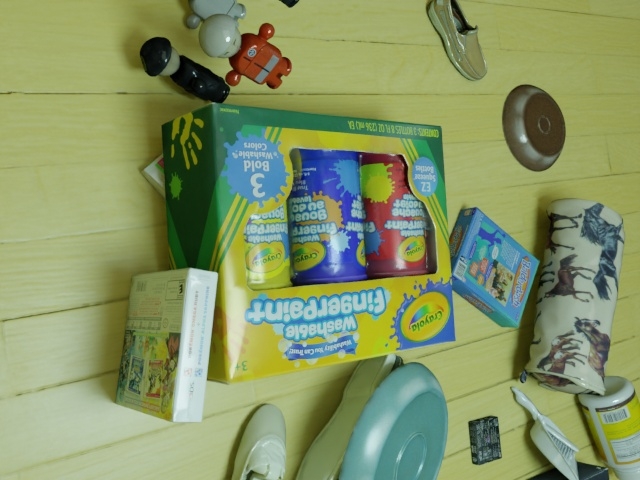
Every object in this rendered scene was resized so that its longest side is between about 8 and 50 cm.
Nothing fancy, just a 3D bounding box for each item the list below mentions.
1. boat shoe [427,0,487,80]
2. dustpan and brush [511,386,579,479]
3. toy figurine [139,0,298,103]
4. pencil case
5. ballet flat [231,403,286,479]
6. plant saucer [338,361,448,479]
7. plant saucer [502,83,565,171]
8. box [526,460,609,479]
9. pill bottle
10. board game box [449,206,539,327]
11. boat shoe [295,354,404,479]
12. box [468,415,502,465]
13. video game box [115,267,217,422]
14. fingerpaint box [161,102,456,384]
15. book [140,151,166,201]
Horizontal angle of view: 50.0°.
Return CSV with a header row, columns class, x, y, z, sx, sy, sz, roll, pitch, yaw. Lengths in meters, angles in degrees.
class,x,y,z,sx,sy,sz,roll,pitch,yaw
boat shoe,0.289,-0.408,1.382,0.190,0.072,0.068,51,61,-19
dustpan and brush,0.459,0.386,1.401,0.211,0.147,0.060,39,106,9
toy figurine,-0.146,-0.319,1.000,0.148,0.213,0.209,22,73,-44
pencil case,0.524,0.112,1.426,0.160,0.183,0.410,17,73,-12
ballet flat,-0.095,0.372,1.035,0.086,0.086,0.248,29,69,-28
plant saucer,0.134,0.360,1.133,0.318,0.044,0.317,-21,117,-49
plant saucer,0.482,-0.252,1.517,0.199,0.036,0.198,5,81,-33
box,0.518,0.557,1.414,0.156,0.093,0.158,-6,89,-34
pill bottle,0.656,0.415,1.507,0.117,0.117,0.214,-28,101,-33
board game box,0.340,0.056,1.379,0.210,0.047,0.160,36,66,-25
boat shoe,0.065,0.326,1.128,0.099,0.116,0.319,43,58,-18
box,0.324,0.392,1.348,0.067,0.018,0.083,-4,87,-34
video game box,-0.208,0.135,0.913,0.048,0.205,0.187,14,78,-33
fingerpaint box,0.000,0.000,1.067,0.445,0.163,0.370,-2,88,-38
book,-0.192,-0.117,1.057,0.096,0.035,0.144,50,61,-15
